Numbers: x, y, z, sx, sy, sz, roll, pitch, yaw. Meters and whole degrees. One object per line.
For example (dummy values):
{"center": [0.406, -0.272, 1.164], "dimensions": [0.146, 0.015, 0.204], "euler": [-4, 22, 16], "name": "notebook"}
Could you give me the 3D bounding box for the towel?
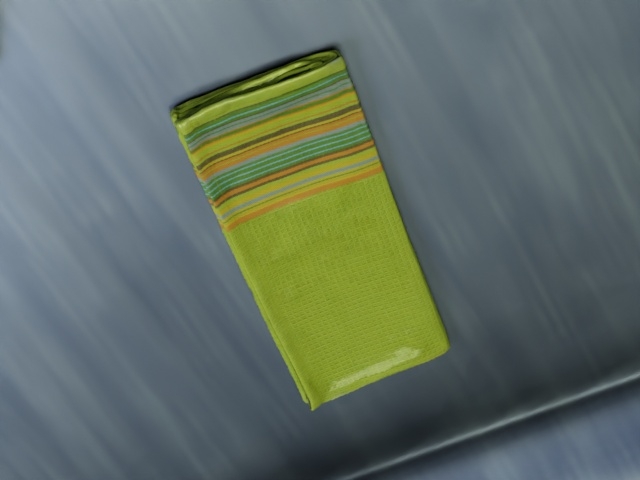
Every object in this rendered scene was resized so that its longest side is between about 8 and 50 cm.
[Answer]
{"center": [0.000, 0.000, 1.067], "dimensions": [0.102, 0.021, 0.237], "euler": [-20, 127, 3], "name": "towel"}
